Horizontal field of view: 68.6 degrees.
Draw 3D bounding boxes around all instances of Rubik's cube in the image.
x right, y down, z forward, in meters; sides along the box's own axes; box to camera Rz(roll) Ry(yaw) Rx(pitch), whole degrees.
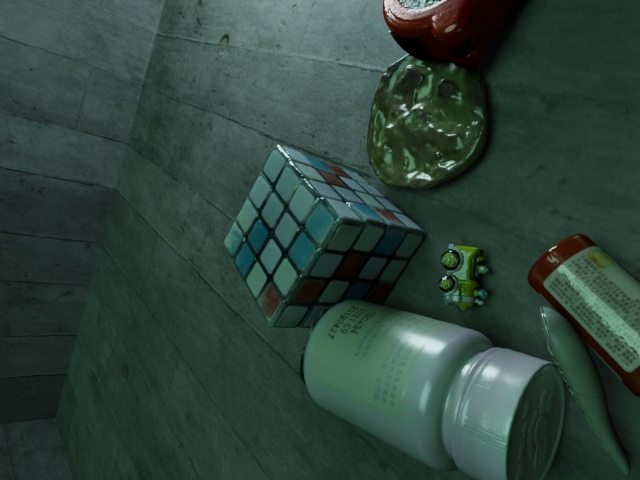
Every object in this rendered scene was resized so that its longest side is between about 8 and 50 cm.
[{"bbox_3d":[0.000,0.001,0.938,0.259,0.253,0.256,49,117,39],"label":"Rubik's cube"}]

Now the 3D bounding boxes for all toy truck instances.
[{"bbox_3d":[0.247,0.063,0.801,0.077,0.076,0.111,3,86,27],"label":"toy truck"}]

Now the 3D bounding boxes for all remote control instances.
[{"bbox_3d":[0.347,0.187,0.611,0.044,0.073,0.229,-29,88,19],"label":"remote control"}]

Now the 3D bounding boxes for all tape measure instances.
[{"bbox_3d":[0.240,-0.444,0.835,0.253,0.114,0.260,-56,45,6],"label":"tape measure"}]

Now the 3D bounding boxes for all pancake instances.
[{"bbox_3d":[0.199,-0.236,0.916,0.294,0.049,0.294,-8,79,46],"label":"pancake"}]

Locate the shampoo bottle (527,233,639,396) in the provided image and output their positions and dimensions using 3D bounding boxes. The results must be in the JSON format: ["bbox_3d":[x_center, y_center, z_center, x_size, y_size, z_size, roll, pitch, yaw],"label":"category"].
[{"bbox_3d":[0.399,0.120,0.596,0.104,0.104,0.278,-53,49,27],"label":"shampoo bottle"}]

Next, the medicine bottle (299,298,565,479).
[{"bbox_3d":[0.160,0.230,0.753,0.378,0.213,0.214,10,90,48],"label":"medicine bottle"}]
